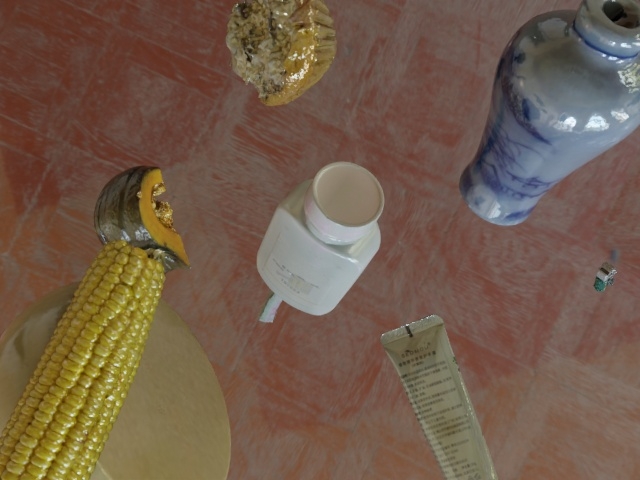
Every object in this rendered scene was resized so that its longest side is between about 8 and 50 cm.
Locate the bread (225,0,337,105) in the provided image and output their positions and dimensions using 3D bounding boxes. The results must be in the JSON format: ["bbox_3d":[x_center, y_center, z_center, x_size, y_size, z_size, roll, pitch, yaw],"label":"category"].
[{"bbox_3d":[-0.072,-0.406,1.485,0.149,0.274,0.274,-9,89,-37],"label":"bread"}]

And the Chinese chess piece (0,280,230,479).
[{"bbox_3d":[-0.200,0.167,0.728,0.102,0.273,0.273,-28,87,18],"label":"Chinese chess piece"}]

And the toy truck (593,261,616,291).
[{"bbox_3d":[0.700,0.092,1.834,0.044,0.083,0.039,-38,58,-14],"label":"toy truck"}]

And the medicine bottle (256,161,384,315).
[{"bbox_3d":[0.000,0.000,1.137,0.161,0.296,0.111,36,61,5],"label":"medicine bottle"}]

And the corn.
[{"bbox_3d":[-0.165,0.099,0.507,0.067,0.067,0.206,18,73,6],"label":"corn"}]

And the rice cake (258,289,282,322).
[{"bbox_3d":[-0.095,0.126,1.493,0.033,0.208,0.033,7,67,-10],"label":"rice cake"}]

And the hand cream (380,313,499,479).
[{"bbox_3d":[0.140,0.201,0.814,0.080,0.050,0.234,-25,80,26],"label":"hand cream"}]

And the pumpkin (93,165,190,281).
[{"bbox_3d":[-0.356,-0.013,1.452,0.130,0.126,0.248,-7,115,22],"label":"pumpkin"}]

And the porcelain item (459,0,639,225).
[{"bbox_3d":[0.222,-0.118,0.716,0.141,0.259,0.141,6,56,-9],"label":"porcelain item"}]
